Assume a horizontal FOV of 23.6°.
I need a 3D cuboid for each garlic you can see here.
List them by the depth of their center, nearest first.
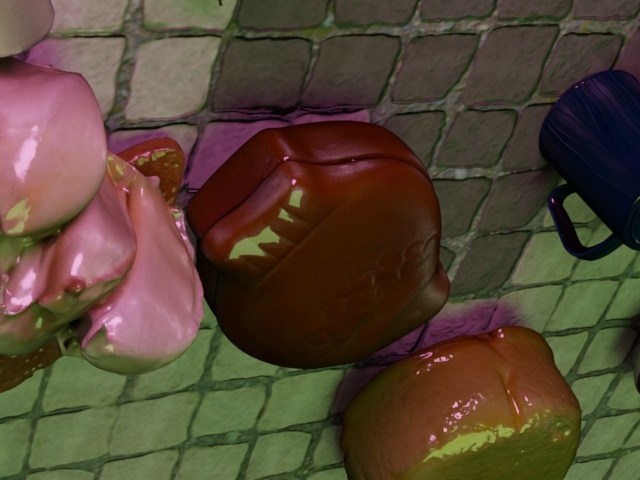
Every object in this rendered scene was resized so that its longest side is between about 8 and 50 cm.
[{"bbox_3d":[-0.217,-0.004,1.084,0.185,0.203,0.281,-17,127,13],"label":"garlic"}]

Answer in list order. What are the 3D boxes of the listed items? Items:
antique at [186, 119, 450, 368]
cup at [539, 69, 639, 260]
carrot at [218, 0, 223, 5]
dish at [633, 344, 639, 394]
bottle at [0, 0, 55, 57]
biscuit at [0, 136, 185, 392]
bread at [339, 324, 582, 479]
[{"bbox_3d":[0.000,0.000,1.304,0.223,0.129,0.278,-45,140,15],"label":"antique"},{"bbox_3d":[0.285,-0.060,1.434,0.113,0.138,0.150,-12,137,-25],"label":"cup"},{"bbox_3d":[-0.099,-0.237,1.050,0.057,0.057,0.224,-33,145,0],"label":"carrot"},{"bbox_3d":[0.433,0.113,1.782,0.191,0.066,0.190,-17,137,-17],"label":"dish"},{"bbox_3d":[-0.224,-0.212,0.968,0.072,0.072,0.201,-22,140,-14],"label":"bottle"},{"bbox_3d":[-0.210,0.020,1.249,0.183,0.043,0.280,25,109,-47],"label":"biscuit"},{"bbox_3d":[0.146,0.208,1.618,0.270,0.148,0.270,-17,141,-14],"label":"bread"}]
